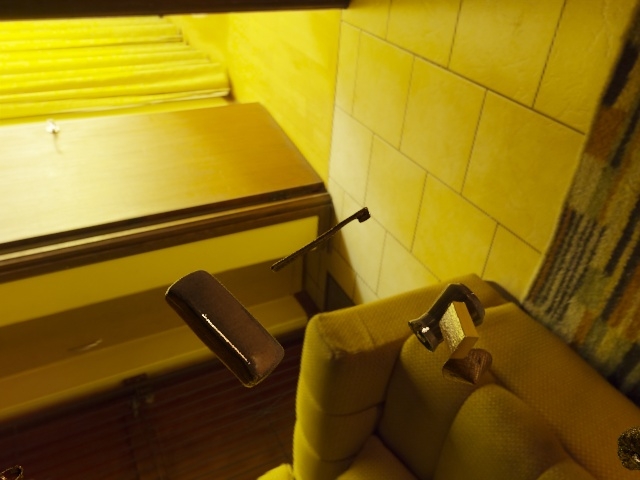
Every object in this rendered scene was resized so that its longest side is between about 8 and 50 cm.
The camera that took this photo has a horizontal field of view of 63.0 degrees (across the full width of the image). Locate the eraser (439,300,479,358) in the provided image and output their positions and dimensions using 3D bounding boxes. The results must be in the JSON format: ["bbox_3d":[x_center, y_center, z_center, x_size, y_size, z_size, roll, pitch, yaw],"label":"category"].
[{"bbox_3d":[0.365,0.238,1.393,0.122,0.045,0.097,-99,21,-46],"label":"eraser"}]

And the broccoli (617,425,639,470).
[{"bbox_3d":[0.747,0.486,1.196,0.120,0.130,0.131,-85,-8,-53],"label":"broccoli"}]

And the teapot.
[{"bbox_3d":[0.428,0.271,1.783,0.171,0.225,0.203,50,172,33],"label":"teapot"}]

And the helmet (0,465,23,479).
[{"bbox_3d":[-0.964,0.761,1.618,0.111,0.089,0.057,-119,17,-74],"label":"helmet"}]

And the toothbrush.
[{"bbox_3d":[0.000,0.000,1.348,0.030,0.297,0.030,58,178,26],"label":"toothbrush"}]

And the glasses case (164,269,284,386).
[{"bbox_3d":[-0.236,0.211,1.294,0.323,0.131,0.074,44,126,9],"label":"glasses case"}]

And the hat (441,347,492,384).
[{"bbox_3d":[0.412,0.367,1.426,0.067,0.146,0.145,-103,15,-52],"label":"hat"}]
